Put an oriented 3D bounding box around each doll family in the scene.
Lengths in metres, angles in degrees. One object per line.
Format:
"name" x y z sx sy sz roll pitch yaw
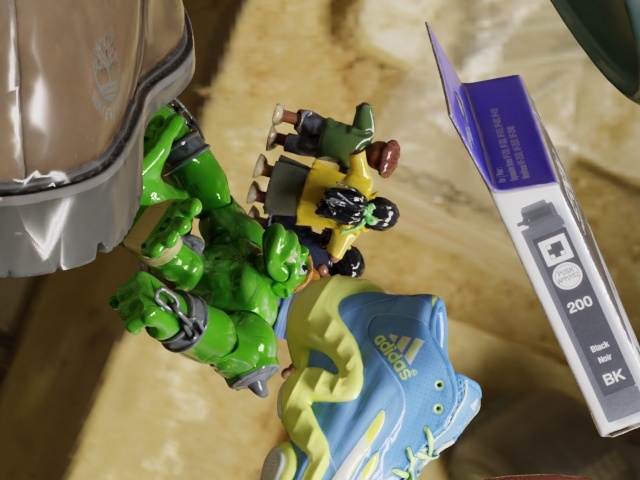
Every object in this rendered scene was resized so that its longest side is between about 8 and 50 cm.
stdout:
"doll family" 0.000 0.000 1.374 0.111 0.076 0.193 17 109 3

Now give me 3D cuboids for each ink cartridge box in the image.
"ink cartridge box" 0.125 -0.020 1.143 0.045 0.206 0.208 -25 109 8

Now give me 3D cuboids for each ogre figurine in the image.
"ogre figurine" -0.068 0.008 1.119 0.097 0.197 0.118 -42 122 2

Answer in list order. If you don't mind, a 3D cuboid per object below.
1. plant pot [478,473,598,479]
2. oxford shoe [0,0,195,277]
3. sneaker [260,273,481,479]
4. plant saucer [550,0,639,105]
"plant pot" 0.108 0.282 0.894 0.274 0.243 0.275 -2 111 -4
"oxford shoe" -0.076 -0.079 0.557 0.082 0.227 0.096 -2 114 -5
"sneaker" 0.034 0.130 1.246 0.091 0.126 0.240 52 37 -62
"plant saucer" 0.077 -0.171 0.726 0.043 0.317 0.318 -28 108 3
